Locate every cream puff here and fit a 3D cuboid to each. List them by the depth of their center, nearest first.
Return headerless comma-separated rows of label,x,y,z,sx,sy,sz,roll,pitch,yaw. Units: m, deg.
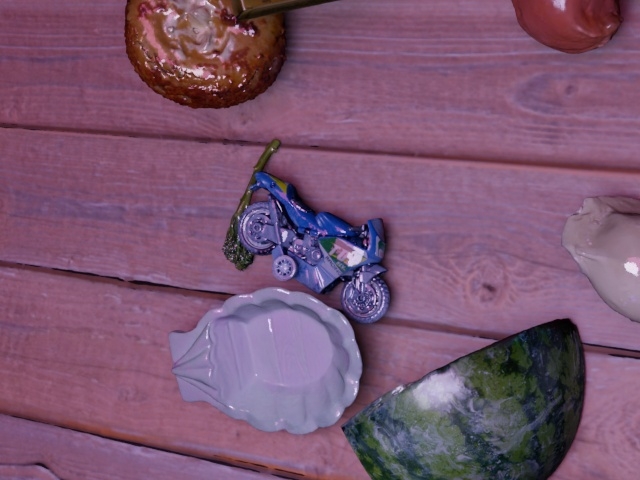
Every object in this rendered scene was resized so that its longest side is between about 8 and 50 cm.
cream puff,-0.158,-0.296,1.408,0.240,0.164,0.240,0,86,2

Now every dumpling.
dumpling,0.386,0.020,1.187,0.111,0.181,0.155,-6,46,57

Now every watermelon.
watermelon,0.192,0.209,1.232,0.305,0.180,0.224,-32,117,14

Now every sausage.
sausage,0.290,-0.357,1.239,0.148,0.148,0.254,-8,81,23

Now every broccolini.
broccolini,-0.097,-0.052,1.424,0.054,0.052,0.194,21,93,20

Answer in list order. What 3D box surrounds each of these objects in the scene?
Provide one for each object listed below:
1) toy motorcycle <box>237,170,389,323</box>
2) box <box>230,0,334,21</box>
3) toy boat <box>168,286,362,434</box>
toy motorcycle,0.000,0.000,1.353,0.254,0.092,0.135,32,97,19
box,-0.013,-0.392,1.323,0.240,0.071,0.159,-15,97,-16
toy boat,-0.064,0.154,1.349,0.290,0.100,0.199,-5,97,25
